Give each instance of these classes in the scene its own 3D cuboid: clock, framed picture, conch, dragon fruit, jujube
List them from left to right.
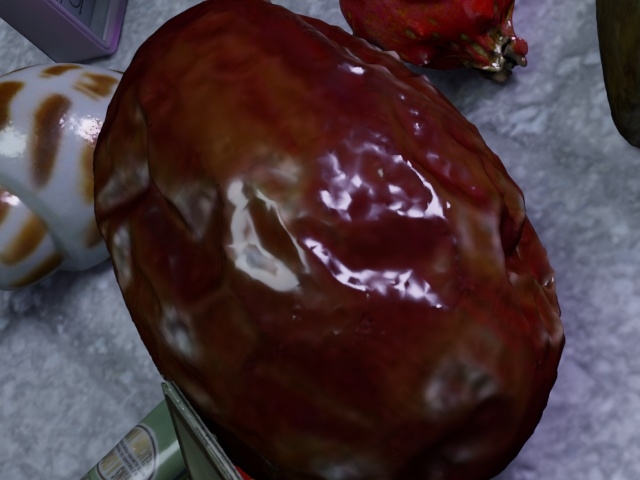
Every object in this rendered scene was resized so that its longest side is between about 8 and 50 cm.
[{"bbox_3d":[-0.246,-0.047,1.389,0.183,0.149,0.275,17,73,44],"label":"conch"},{"bbox_3d":[-0.248,-0.267,1.480,0.063,0.197,0.150,-6,62,30],"label":"clock"},{"bbox_3d":[-0.041,0.214,1.070,0.010,0.231,0.173,-27,48,-17],"label":"framed picture"},{"bbox_3d":[-0.001,0.000,1.128,0.276,0.276,0.377,-43,48,7],"label":"jujube"},{"bbox_3d":[0.097,-0.166,1.241,0.153,0.153,0.111,-35,68,14],"label":"dragon fruit"}]

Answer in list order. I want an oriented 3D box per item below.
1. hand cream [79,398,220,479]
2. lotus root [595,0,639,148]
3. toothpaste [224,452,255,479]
[{"bbox_3d":[-0.114,0.151,1.258,0.235,0.055,0.086,-45,39,1],"label":"hand cream"},{"bbox_3d":[0.271,-0.230,1.144,0.210,0.142,0.314,-6,61,34],"label":"lotus root"},{"bbox_3d":[0.010,0.220,1.135,0.075,0.048,0.301,-60,39,17],"label":"toothpaste"}]
